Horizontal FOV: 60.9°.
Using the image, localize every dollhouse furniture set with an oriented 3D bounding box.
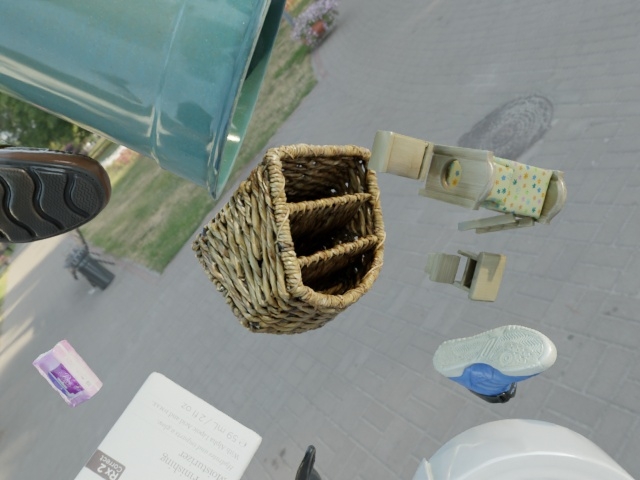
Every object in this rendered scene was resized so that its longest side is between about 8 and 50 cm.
[{"bbox_3d":[0.141,-0.014,0.569,0.101,0.181,0.161,28,108,61],"label":"dollhouse furniture set"}]

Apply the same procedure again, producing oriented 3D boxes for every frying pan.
[{"bbox_3d":[-0.023,0.377,0.792,0.197,0.053,0.326,-45,-22,-68],"label":"frying pan"}]

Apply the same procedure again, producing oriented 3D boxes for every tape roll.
[{"bbox_3d":[0.230,0.348,0.592,0.286,0.286,0.100,-45,-2,5],"label":"tape roll"}]

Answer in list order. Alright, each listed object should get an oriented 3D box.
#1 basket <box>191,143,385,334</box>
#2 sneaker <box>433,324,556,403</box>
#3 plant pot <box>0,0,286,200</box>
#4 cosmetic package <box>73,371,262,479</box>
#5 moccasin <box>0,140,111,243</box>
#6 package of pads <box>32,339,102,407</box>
[{"bbox_3d":[0.000,0.000,0.843,0.223,0.213,0.299,-44,-17,28],"label":"basket"},{"bbox_3d":[0.210,0.144,0.615,0.152,0.084,0.058,-25,37,48],"label":"sneaker"},{"bbox_3d":[-0.240,-0.267,0.708,0.341,0.333,0.341,-161,90,-83],"label":"plant pot"},{"bbox_3d":[-0.183,0.283,0.630,0.184,0.151,0.151,-58,-4,-31],"label":"cosmetic package"},{"bbox_3d":[-0.471,-0.067,0.762,0.379,0.139,0.147,-9,31,12],"label":"moccasin"},{"bbox_3d":[-0.333,0.176,0.719,0.050,0.083,0.032,-31,11,26],"label":"package of pads"}]
